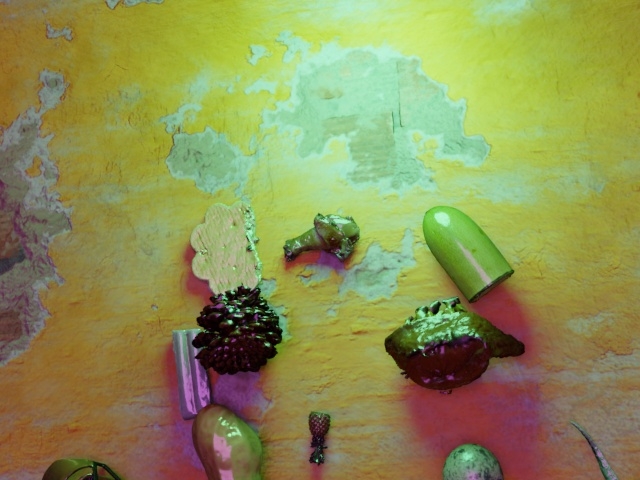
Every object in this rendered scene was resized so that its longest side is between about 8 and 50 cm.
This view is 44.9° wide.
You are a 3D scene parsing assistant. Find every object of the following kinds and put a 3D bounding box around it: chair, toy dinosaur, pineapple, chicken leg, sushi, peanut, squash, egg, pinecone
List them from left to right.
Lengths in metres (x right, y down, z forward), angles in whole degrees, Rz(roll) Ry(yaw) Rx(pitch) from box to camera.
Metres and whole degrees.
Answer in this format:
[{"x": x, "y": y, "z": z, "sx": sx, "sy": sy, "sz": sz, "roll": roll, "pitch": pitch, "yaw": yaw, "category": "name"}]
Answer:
[{"x": -0.556, "y": 0.628, "z": 1.850, "sx": 0.247, "sy": 0.172, "sz": 0.159, "roll": 17, "pitch": 77, "yaw": 59, "category": "chair"}, {"x": -0.197, "y": 0.527, "z": 1.806, "sx": 0.147, "sy": 0.147, "sz": 0.319, "roll": -26, "pitch": 74, "yaw": 4, "category": "peanut"}, {"x": -0.196, "y": 0.211, "z": 1.853, "sx": 0.221, "sy": 0.221, "sz": 0.222, "roll": -3, "pitch": 76, "yaw": 11, "category": "pinecone"}, {"x": -0.009, "y": 0.468, "z": 1.825, "sx": 0.058, "sy": 0.058, "sz": 0.124, "roll": 6, "pitch": 79, "yaw": 13, "category": "pineapple"}, {"x": 0.000, "y": -0.008, "z": 1.929, "sx": 0.196, "sy": 0.080, "sz": 0.125, "roll": 0, "pitch": 89, "yaw": 12, "category": "chicken leg"}, {"x": 0.297, "y": 0.238, "z": 1.773, "sx": 0.296, "sy": 0.179, "sz": 0.167, "roll": -21, "pitch": 102, "yaw": 24, "category": "sushi"}, {"x": 0.330, "y": 0.017, "z": 1.825, "sx": 0.132, "sy": 0.132, "sz": 0.247, "roll": -37, "pitch": 73, "yaw": 1, "category": "squash"}, {"x": 0.337, "y": 0.534, "z": 1.700, "sx": 0.132, "sy": 0.132, "sz": 0.172, "roll": -10, "pitch": 87, "yaw": 9, "category": "egg"}, {"x": 0.688, "y": 0.540, "z": 1.653, "sx": 0.129, "sy": 0.076, "sz": 0.383, "roll": -34, "pitch": 64, "yaw": 28, "category": "toy dinosaur"}]

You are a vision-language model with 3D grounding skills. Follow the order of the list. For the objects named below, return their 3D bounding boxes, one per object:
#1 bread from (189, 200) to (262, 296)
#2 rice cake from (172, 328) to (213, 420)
[{"x": -0.245, "y": 0.024, "z": 1.988, "sx": 0.181, "sy": 0.039, "sz": 0.251, "roll": -10, "pitch": 75, "yaw": 9, "category": "bread"}, {"x": -0.318, "y": 0.329, "z": 1.928, "sx": 0.085, "sy": 0.040, "sz": 0.226, "roll": -13, "pitch": 74, "yaw": 9, "category": "rice cake"}]
